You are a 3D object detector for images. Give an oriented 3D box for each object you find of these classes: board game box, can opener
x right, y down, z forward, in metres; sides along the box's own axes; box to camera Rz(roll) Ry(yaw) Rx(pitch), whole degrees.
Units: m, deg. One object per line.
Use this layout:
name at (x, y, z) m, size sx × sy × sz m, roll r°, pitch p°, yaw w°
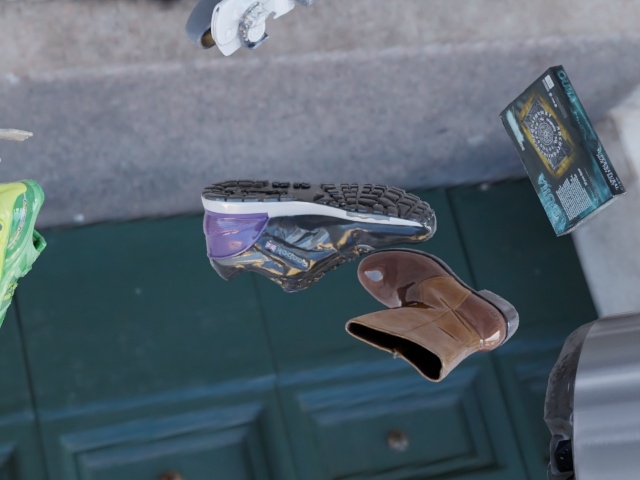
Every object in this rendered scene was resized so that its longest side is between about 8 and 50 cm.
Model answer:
board game box at (0.307, -0.114, 1.816) m, size 0.026 × 0.186 × 0.126 m, roll -15°, pitch 164°, yaw -32°
can opener at (-0.030, -0.303, 1.553) m, size 0.280 × 0.093 × 0.074 m, roll -40°, pitch 148°, yaw -22°

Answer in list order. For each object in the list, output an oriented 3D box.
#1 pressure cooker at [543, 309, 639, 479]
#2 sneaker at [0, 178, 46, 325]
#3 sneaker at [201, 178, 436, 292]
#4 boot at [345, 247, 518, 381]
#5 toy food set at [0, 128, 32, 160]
pressure cooker at (0.479, 0.233, 1.443) m, size 0.420 × 0.376 × 0.370 m, roll -12°, pitch 145°, yaw 30°
sneaker at (-0.420, 0.035, 1.866) m, size 0.123 × 0.109 × 0.295 m, roll -26°, pitch 155°, yaw -40°
sneaker at (0.000, 0.000, 1.682) m, size 0.283 × 0.124 × 0.107 m, roll 5°, pitch -160°, yaw 17°
boot at (0.110, 0.105, 1.968) m, size 0.280 × 0.264 × 0.096 m, roll -18°, pitch 135°, yaw -57°
toy food set at (-0.429, -0.090, 1.637) m, size 0.132 × 0.039 × 0.192 m, roll 6°, pitch 164°, yaw -39°
